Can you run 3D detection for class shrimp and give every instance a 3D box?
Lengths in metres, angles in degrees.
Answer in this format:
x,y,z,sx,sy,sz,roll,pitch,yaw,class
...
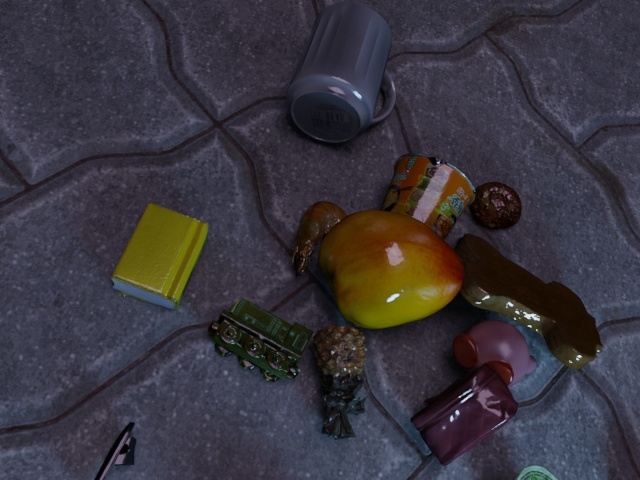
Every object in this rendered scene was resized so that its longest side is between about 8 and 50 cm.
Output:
x,y,z,sx,sy,sz,roll,pitch,yaw,class
0.000,0.000,1.666,0.150,0.068,0.249,37,55,-2,shrimp

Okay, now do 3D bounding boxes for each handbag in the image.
x,y,z,sx,sy,sz,roll,pitch,yaw,class
0.317,0.379,1.473,0.135,0.225,0.146,52,20,13,handbag

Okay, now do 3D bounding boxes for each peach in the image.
x,y,z,sx,sy,sz,roll,pitch,yaw,class
0.162,0.064,1.547,0.308,0.289,0.289,-19,69,-7,peach

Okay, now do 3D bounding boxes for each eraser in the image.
x,y,z,sx,sy,sz,roll,pitch,yaw,class
-0.367,0.037,1.535,0.158,0.069,0.226,22,60,-6,eraser

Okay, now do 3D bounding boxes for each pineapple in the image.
x,y,z,sx,sy,sz,roll,pitch,yaw,class
0.046,0.318,1.487,0.128,0.128,0.248,3,68,-14,pineapple

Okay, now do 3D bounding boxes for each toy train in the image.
x,y,z,sx,sy,sz,roll,pitch,yaw,class
-0.136,0.221,1.500,0.225,0.090,0.137,29,52,0,toy train

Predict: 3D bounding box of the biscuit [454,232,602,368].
x,y,z,sx,sy,sz,roll,pitch,yaw,class
0.503,0.155,1.640,0.394,0.076,0.368,30,26,-2,biscuit

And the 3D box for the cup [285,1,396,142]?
x,y,z,sx,sy,sz,roll,pitch,yaw,class
0.080,-0.430,1.833,0.323,0.237,0.327,37,53,-31,cup

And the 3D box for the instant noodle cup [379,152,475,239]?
x,y,z,sx,sy,sz,roll,pitch,yaw,class
0.255,-0.084,1.703,0.230,0.230,0.182,30,70,1,instant noodle cup

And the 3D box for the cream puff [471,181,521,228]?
x,y,z,sx,sy,sz,roll,pitch,yaw,class
0.492,-0.102,1.846,0.149,0.084,0.149,6,61,-11,cream puff

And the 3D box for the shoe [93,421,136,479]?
x,y,z,sx,sy,sz,roll,pitch,yaw,class
-0.402,0.444,1.324,0.053,0.062,0.159,35,58,-12,shoe

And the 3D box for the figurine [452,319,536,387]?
x,y,z,sx,sy,sz,roll,pitch,yaw,class
0.418,0.272,1.587,0.173,0.173,0.173,7,62,-13,figurine

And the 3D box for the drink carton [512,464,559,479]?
x,y,z,sx,sy,sz,roll,pitch,yaw,class
0.445,0.581,1.448,0.146,0.142,0.144,41,63,7,drink carton
